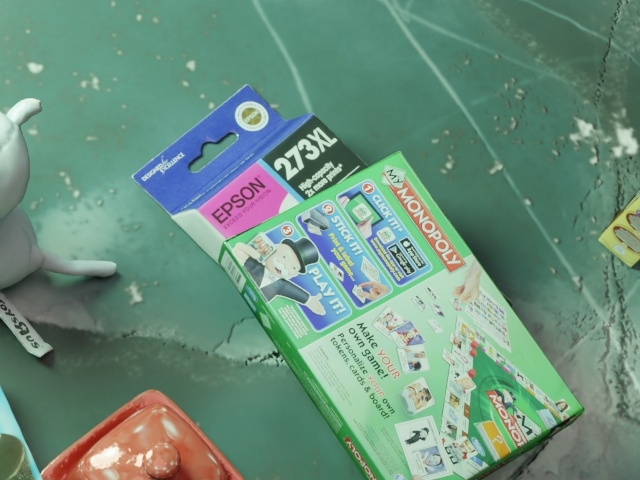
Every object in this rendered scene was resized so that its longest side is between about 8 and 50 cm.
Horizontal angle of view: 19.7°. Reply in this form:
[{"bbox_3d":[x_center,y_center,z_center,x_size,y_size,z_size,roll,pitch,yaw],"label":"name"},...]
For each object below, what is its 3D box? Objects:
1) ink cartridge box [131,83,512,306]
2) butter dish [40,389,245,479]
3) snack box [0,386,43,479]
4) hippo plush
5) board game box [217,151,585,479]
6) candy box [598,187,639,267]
[{"bbox_3d":[0.000,0.000,1.854,0.371,0.069,0.176,43,63,12],"label":"ink cartridge box"},{"bbox_3d":[-0.152,0.216,1.675,0.160,0.118,0.160,-38,78,-26],"label":"butter dish"},{"bbox_3d":[-0.407,0.228,1.606,0.322,0.060,0.187,-16,68,-33],"label":"snack box"},{"bbox_3d":[-0.358,-0.022,1.677,0.294,0.236,0.234,34,61,5],"label":"hippo plush"},{"bbox_3d":[0.076,0.090,1.764,0.213,0.046,0.317,-27,73,-24],"label":"board game box"},{"bbox_3d":[0.367,-0.055,1.894,0.053,0.187,0.109,40,61,5],"label":"candy box"}]
